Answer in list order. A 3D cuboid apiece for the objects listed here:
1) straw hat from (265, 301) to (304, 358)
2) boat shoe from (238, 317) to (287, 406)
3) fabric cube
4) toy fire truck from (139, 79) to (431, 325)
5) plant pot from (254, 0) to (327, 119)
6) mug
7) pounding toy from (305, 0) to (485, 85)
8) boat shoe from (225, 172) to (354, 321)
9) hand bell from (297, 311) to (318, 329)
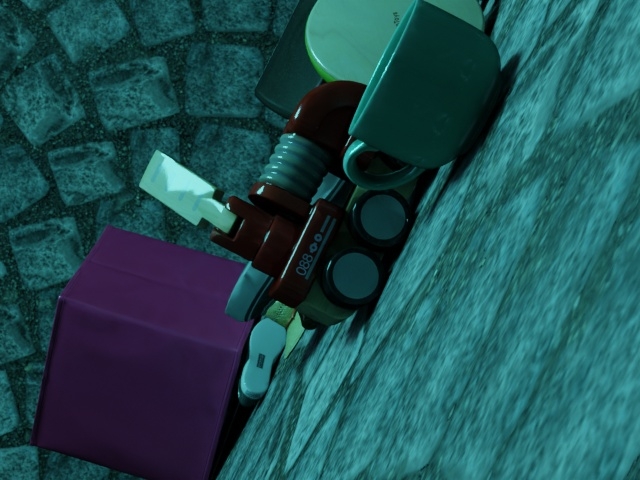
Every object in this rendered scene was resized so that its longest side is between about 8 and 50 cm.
[{"bbox_3d":[-0.041,0.078,1.928,0.144,0.061,0.144,-63,4,7],"label":"straw hat"},{"bbox_3d":[-0.083,0.163,2.009,0.142,0.049,0.040,-71,8,-47],"label":"boat shoe"},{"bbox_3d":[-0.237,0.166,2.139,0.259,0.258,0.254,-71,-4,-64],"label":"fabric cube"},{"bbox_3d":[-0.037,-0.059,1.440,0.217,0.246,0.158,-65,5,-12],"label":"toy fire truck"},{"bbox_3d":[0.050,-0.191,1.768,0.187,0.188,0.167,-62,18,17],"label":"plant pot"},{"bbox_3d":[0.091,-0.120,1.282,0.129,0.097,0.158,-67,5,-33],"label":"mug"},{"bbox_3d":[0.088,-0.206,1.574,0.110,0.183,0.237,82,-154,-52],"label":"pounding toy"},{"bbox_3d":[0.001,-0.002,1.626,0.306,0.105,0.113,-53,5,31],"label":"boat shoe"},{"bbox_3d":[-0.008,0.013,1.809,0.242,0.126,0.126,-85,19,-47],"label":"hand bell"}]
